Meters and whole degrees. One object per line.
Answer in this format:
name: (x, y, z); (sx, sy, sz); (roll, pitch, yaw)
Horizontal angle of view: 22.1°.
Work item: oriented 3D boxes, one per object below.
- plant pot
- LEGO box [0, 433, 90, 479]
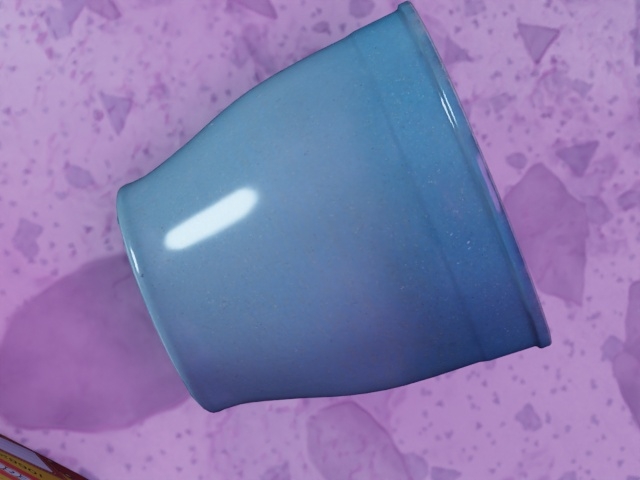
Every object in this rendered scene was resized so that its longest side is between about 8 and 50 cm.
plant pot: (0.000, 0.000, 1.200); (0.255, 0.271, 0.271); (-23, 100, 3)
LEGO box: (-0.446, 0.237, 1.125); (0.500, 0.193, 0.372); (30, 87, -15)
